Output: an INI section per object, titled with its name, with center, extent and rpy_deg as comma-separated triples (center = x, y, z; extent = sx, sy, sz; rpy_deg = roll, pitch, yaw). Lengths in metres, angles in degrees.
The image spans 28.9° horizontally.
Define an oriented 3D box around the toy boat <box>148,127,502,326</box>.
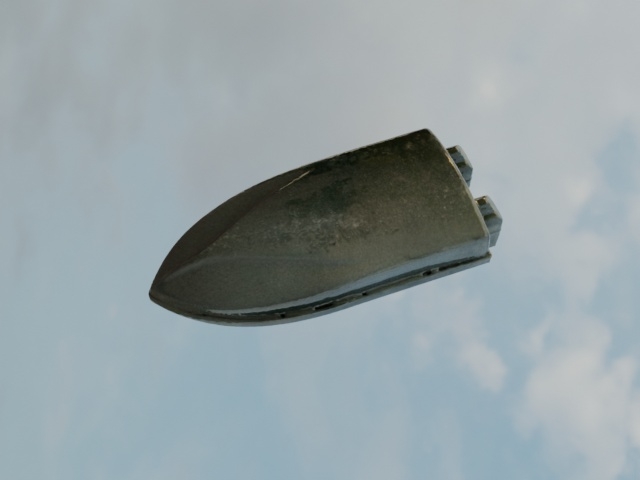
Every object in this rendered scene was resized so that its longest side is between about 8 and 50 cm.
[toy boat]
center = 0.000, 0.000, 1.105
extent = 0.092, 0.319, 0.141
rpy_deg = 94, -25, -56
